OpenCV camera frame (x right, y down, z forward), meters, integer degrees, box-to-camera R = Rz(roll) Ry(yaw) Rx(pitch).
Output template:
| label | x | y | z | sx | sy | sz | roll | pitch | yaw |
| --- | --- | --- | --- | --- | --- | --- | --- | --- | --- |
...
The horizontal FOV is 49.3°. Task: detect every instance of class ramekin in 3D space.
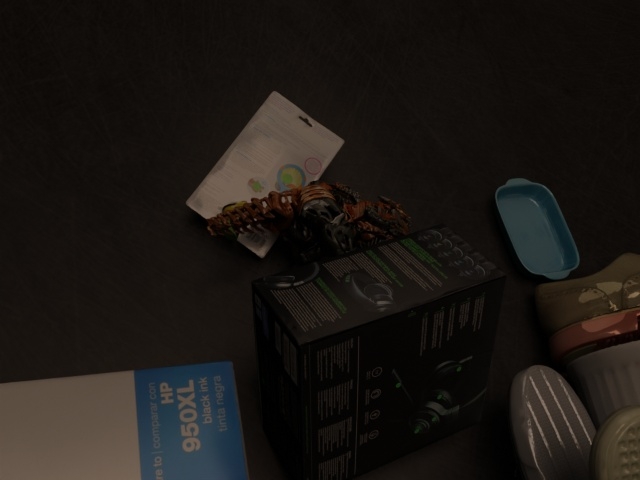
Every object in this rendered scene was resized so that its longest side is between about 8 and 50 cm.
| label | x | y | z | sx | sy | sz | roll | pitch | yaw |
| --- | --- | --- | --- | --- | --- | --- | --- | --- | --- |
| ramekin | 0.479 | 0.209 | 0.919 | 0.277 | 0.277 | 0.135 | 0 | 68 | -15 |

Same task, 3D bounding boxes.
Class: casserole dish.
| label | x | y | z | sx | sy | sz | roll | pitch | yaw |
| --- | --- | --- | --- | --- | --- | --- | --- | --- | --- |
| casserole dish | 0.346 | -0.015 | 1.140 | 0.114 | 0.037 | 0.188 | -6 | 64 | -18 |

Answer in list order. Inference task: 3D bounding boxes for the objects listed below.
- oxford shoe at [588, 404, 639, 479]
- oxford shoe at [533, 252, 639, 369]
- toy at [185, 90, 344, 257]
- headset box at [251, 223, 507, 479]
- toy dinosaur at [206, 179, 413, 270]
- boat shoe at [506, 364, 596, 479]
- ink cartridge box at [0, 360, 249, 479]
| label | x | y | z | sx | sy | sz | roll | pitch | yaw |
| --- | --- | --- | --- | --- | --- | --- | --- | --- | --- |
| oxford shoe | 0.423 | 0.345 | 0.817 | 0.169 | 0.130 | 0.449 | -47 | 114 | -6 |
| oxford shoe | 0.512 | 0.064 | 1.022 | 0.396 | 0.140 | 0.147 | -15 | 55 | 3 |
| toy | -0.083 | -0.097 | 1.058 | 0.137 | 0.056 | 0.237 | 35 | 64 | -4 |
| headset box | 0.076 | 0.137 | 0.844 | 0.283 | 0.246 | 0.131 | -17 | 37 | -22 |
| toy dinosaur | 0.000 | 0.000 | 0.981 | 0.321 | 0.164 | 0.218 | -9 | 56 | -16 |
| boat shoe | 0.291 | 0.332 | 0.880 | 0.121 | 0.119 | 0.335 | 0 | 66 | -26 |
| ink cartridge box | -0.284 | 0.255 | 0.671 | 0.394 | 0.285 | 0.166 | -3 | 61 | -17 |
